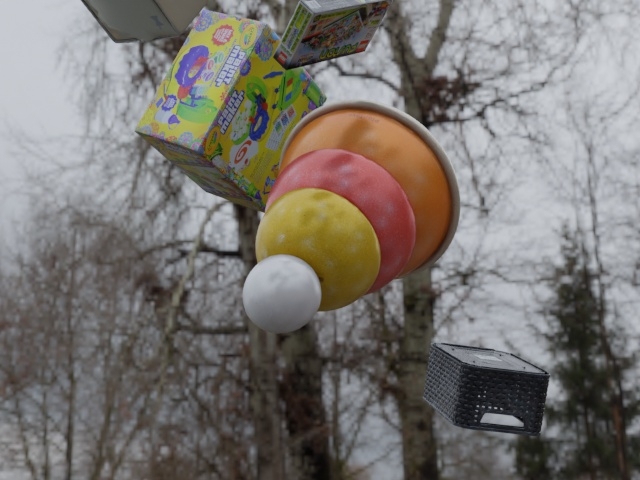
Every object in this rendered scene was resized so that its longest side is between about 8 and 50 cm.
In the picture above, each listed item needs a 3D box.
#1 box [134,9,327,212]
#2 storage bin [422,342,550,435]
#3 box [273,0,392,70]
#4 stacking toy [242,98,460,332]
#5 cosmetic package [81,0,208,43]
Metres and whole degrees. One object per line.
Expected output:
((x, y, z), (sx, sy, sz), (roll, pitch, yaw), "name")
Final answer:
((-0.172, -0.258, 2.053), (0.177, 0.290, 0.279), (20, -14, 33), "box")
((0.221, 0.198, 1.376), (0.122, 0.084, 0.180), (8, 4, -10), "storage bin")
((0.023, -0.346, 1.650), (0.207, 0.036, 0.114), (-24, -27, -45), "box")
((0.000, 0.000, 1.664), (0.350, 0.351, 0.480), (-13, 19, 33), "stacking toy")
((-0.177, -0.403, 1.305), (0.153, 0.296, 0.129), (6, -36, 44), "cosmetic package")
